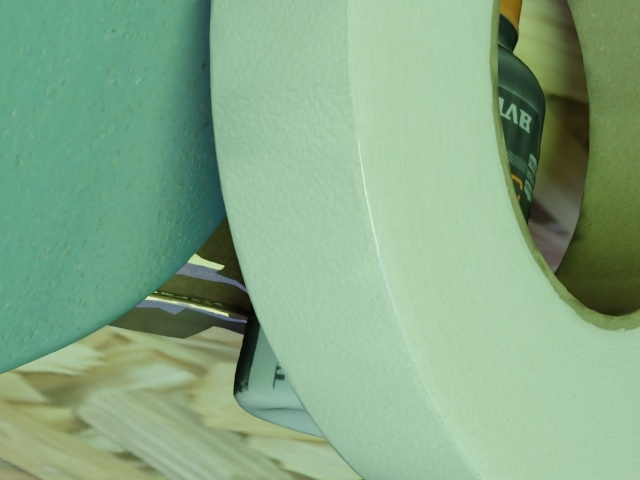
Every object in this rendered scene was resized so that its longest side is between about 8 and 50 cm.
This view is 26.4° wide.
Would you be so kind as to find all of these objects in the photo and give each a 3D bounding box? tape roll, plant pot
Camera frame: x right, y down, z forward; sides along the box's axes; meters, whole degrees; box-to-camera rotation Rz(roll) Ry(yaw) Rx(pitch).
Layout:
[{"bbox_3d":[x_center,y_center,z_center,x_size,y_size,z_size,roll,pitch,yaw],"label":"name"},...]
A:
[{"bbox_3d":[0.106,-0.063,0.614,0.072,0.392,0.392,-3,133,39],"label":"tape roll"},{"bbox_3d":[-0.144,-0.101,0.593,0.252,0.247,0.248,-10,131,-44],"label":"plant pot"}]

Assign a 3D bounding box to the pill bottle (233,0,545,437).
[{"bbox_3d":[0.042,-0.022,0.694,0.130,0.130,0.245,16,75,-19],"label":"pill bottle"}]

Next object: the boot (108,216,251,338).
[{"bbox_3d":[0.000,0.000,0.779,0.305,0.112,0.115,9,109,-13],"label":"boot"}]
